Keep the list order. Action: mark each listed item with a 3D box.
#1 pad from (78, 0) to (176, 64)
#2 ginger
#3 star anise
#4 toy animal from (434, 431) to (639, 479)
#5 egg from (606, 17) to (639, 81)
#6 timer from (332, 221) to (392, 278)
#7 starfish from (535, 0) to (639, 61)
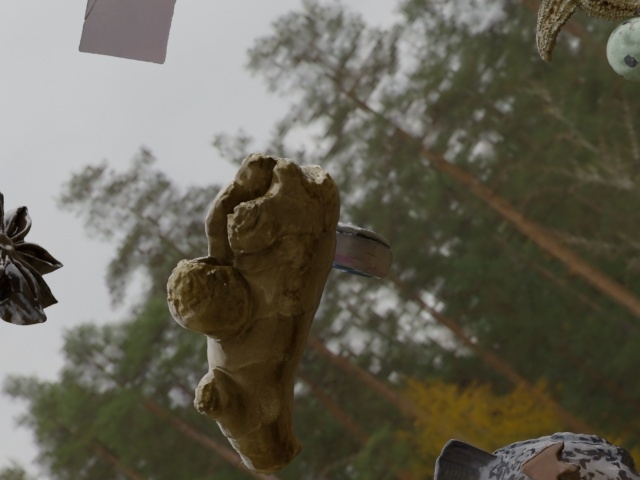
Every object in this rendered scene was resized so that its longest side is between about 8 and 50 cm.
[{"bbox_3d":[-0.166,-0.260,1.278,0.006,0.113,0.187,9,-87,-56],"label":"pad"},{"bbox_3d":[-0.068,0.090,1.574,0.236,0.166,0.375,4,-93,-73],"label":"ginger"},{"bbox_3d":[-0.402,0.000,1.675,0.081,0.262,0.230,-38,-27,25],"label":"star anise"},{"bbox_3d":[0.280,0.283,1.596,0.185,0.298,0.122,1,-96,-55],"label":"toy animal"},{"bbox_3d":[0.423,-0.249,1.815,0.085,0.085,0.110,-50,25,-12],"label":"egg"},{"bbox_3d":[0.000,0.000,1.951,0.208,0.191,0.069,21,-96,-72],"label":"timer"},{"bbox_3d":[0.367,-0.361,1.980,0.071,0.238,0.216,-4,-77,-63],"label":"starfish"}]
